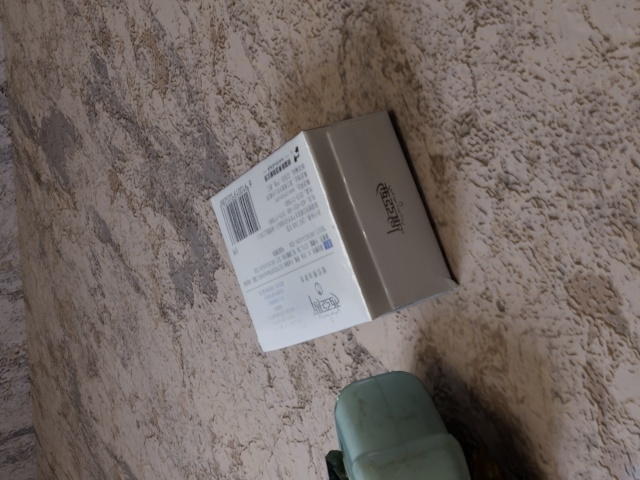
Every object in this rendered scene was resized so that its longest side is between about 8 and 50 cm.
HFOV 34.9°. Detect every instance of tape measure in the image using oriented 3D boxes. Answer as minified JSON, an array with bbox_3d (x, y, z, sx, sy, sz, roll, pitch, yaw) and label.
[{"bbox_3d":[0.085,0.283,1.073,0.246,0.125,0.243,-117,15,-56],"label":"tape measure"}]

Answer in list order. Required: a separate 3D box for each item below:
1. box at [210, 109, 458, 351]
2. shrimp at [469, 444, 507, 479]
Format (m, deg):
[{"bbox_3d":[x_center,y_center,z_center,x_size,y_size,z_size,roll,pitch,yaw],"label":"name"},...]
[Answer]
[{"bbox_3d":[0.002,-0.001,1.133,0.274,0.116,0.203,-28,81,61],"label":"box"},{"bbox_3d":[0.197,0.340,1.041,0.154,0.062,0.294,10,115,65],"label":"shrimp"}]
